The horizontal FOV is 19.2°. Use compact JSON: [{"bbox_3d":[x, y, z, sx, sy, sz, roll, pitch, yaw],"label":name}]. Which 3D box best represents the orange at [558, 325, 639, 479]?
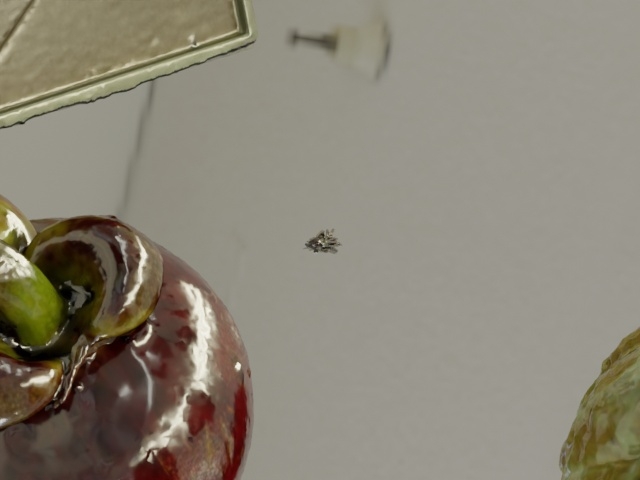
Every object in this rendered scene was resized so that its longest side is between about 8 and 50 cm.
[{"bbox_3d":[0.293,0.188,1.375,0.271,0.210,0.368,-3,-115,28],"label":"orange"}]

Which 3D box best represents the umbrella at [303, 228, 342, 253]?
[{"bbox_3d":[0.000,0.002,1.499,0.083,0.031,0.020,-45,139,-83],"label":"umbrella"}]

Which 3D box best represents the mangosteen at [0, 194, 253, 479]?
[{"bbox_3d":[-0.150,0.069,0.998,0.257,0.215,0.215,70,3,-45],"label":"mangosteen"}]

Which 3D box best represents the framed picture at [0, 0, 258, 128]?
[{"bbox_3d":[-0.151,-0.172,0.997,0.020,0.289,0.211,2,-71,42],"label":"framed picture"}]
